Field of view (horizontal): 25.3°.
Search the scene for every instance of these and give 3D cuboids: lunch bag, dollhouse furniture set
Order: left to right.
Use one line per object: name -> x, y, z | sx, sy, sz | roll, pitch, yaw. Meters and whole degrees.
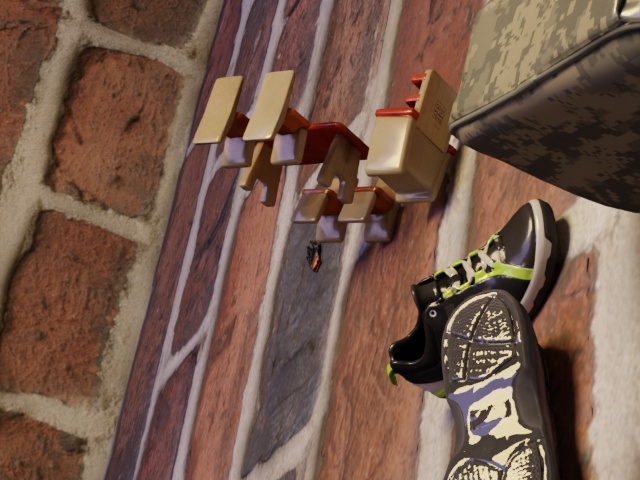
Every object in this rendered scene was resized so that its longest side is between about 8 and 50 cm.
dollhouse furniture set -> 0.028, -0.115, 1.675 | 0.259, 0.262, 0.135 | -1, 63, 38
lunch bag -> 0.255, -0.180, 0.985 | 0.305, 0.213, 0.256 | 153, 134, -67

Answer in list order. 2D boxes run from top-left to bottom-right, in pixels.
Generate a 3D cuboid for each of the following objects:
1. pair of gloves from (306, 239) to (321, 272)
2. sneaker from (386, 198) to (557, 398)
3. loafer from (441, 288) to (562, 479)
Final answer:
pair of gloves -> 0.000, 0.000, 2.025 | 0.074, 0.010, 0.083 | -119, 48, -69
sneaker -> 0.134, 0.057, 1.321 | 0.084, 0.097, 0.234 | -97, 31, -58
loafer -> 0.157, 0.184, 1.149 | 0.109, 0.095, 0.302 | -20, 49, 31
